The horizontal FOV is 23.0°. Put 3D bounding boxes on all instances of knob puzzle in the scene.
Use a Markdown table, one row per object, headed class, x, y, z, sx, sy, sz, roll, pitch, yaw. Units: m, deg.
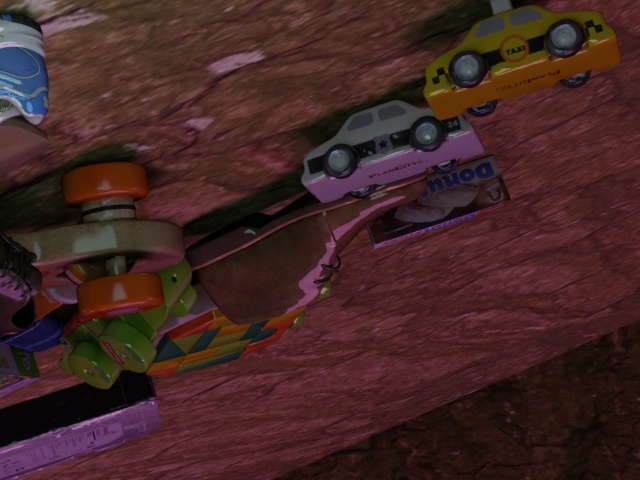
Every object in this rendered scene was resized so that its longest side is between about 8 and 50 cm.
| class | x | y | z | sx | sy | sz | roll | pitch | yaw |
| --- | --- | --- | --- | --- | --- | --- | --- | --- | --- |
| knob puzzle | -0.329 | -0.072 | 1.346 | 0.213 | 0.030 | 0.213 | -21 | 168 | -5 |

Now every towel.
| class | x | y | z | sx | sy | sz | roll | pitch | yaw |
| --- | --- | --- | --- | --- | --- | --- | --- | --- | --- |
| towel | -0.348 | 0.112 | 1.933 | 0.067 | 0.029 | 0.119 | -23 | 164 | 7 |

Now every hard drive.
| class | x | y | z | sx | sy | sz | roll | pitch | yaw |
| --- | --- | --- | --- | --- | --- | --- | --- | --- | --- |
| hard drive | -0.413 | 0.293 | 2.392 | 0.339 | 0.064 | 0.237 | -18 | 164 | -11 |

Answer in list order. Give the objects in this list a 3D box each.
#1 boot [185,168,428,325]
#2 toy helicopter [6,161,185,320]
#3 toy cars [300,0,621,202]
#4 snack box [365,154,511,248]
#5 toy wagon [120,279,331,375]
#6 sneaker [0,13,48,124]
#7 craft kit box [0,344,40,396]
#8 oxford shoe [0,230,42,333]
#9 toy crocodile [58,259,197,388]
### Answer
| class | x | y | z | sx | sy | sz | roll | pitch | yaw |
| --- | --- | --- | --- | --- | --- | --- | --- | --- | --- |
| boot | 0.000 | 0.000 | 1.780 | 0.305 | 0.115 | 0.112 | -24 | -173 | 22 |
| toy helicopter | -0.312 | 0.028 | 1.596 | 0.355 | 0.140 | 0.235 | -10 | 173 | 3 |
| toy cars | 0.126 | -0.146 | 1.566 | 0.176 | 0.087 | 0.394 | -1 | 159 | -37 |
| snack box | 0.139 | -0.047 | 1.927 | 0.178 | 0.064 | 0.022 | -18 | 163 | -7 |
| toy wagon | -0.142 | 0.118 | 2.127 | 0.267 | 0.068 | 0.344 | -13 | 162 | -23 |
| sneaker | -0.305 | -0.100 | 1.193 | 0.211 | 0.081 | 0.080 | -21 | 166 | 7 |
| craft kit box | -0.514 | 0.185 | 1.936 | 0.250 | 0.061 | 0.246 | -25 | 161 | 17 |
| oxford shoe | -0.295 | 0.012 | 1.396 | 0.096 | 0.083 | 0.227 | 6 | 152 | 6 |
| toy crocodile | -0.239 | 0.092 | 1.851 | 0.115 | 0.105 | 0.340 | -55 | -168 | -27 |
